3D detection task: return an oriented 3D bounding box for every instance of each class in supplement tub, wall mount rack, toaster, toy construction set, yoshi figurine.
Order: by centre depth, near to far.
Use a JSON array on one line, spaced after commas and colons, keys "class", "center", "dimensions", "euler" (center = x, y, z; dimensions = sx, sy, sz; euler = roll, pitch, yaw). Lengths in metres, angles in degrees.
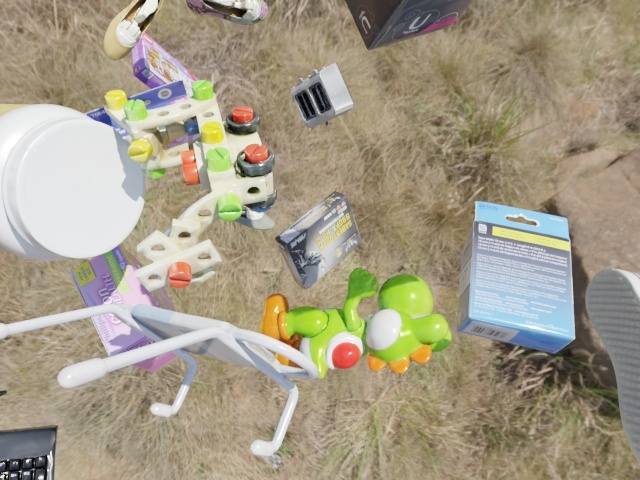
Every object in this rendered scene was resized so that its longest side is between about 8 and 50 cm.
[{"class": "wall mount rack", "center": [-0.192, 0.140, 0.587], "dimensions": [0.304, 0.350, 0.130], "euler": [49, 54, -42]}, {"class": "toy construction set", "center": [-0.178, -0.096, 0.690], "dimensions": [0.215, 0.151, 0.328], "euler": [-11, 59, -11]}, {"class": "supplement tub", "center": [-0.474, -0.098, 0.820], "dimensions": [0.331, 0.241, 0.241], "euler": [11, 67, 32]}, {"class": "yoshi figurine", "center": [0.077, 0.157, 1.019], "dimensions": [0.362, 0.203, 0.203], "euler": [-6, 86, 19]}, {"class": "toaster", "center": [0.008, -0.477, 1.699], "dimensions": [0.110, 0.168, 0.186], "euler": [-36, 106, -37]}]

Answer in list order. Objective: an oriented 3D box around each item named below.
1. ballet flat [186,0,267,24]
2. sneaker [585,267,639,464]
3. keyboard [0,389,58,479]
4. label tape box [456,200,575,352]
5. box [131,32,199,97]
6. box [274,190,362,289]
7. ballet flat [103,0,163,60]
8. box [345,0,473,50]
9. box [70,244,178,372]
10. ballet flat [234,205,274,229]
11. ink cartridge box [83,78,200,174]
[{"class": "ballet flat", "center": [-0.218, -0.583, 1.250], "dimensions": [0.221, 0.079, 0.077], "euler": [-5, 101, -33]}, {"class": "sneaker", "center": [0.420, 0.159, 0.564], "dimensions": [0.161, 0.102, 0.282], "euler": [19, 47, -11]}, {"class": "keyboard", "center": [-0.270, 0.146, 0.309], "dimensions": [0.192, 0.038, 0.100], "euler": [0, 64, -22]}, {"class": "label tape box", "center": [0.494, 0.085, 1.291], "dimensions": [0.249, 0.115, 0.348], "euler": [12, 57, 4]}, {"class": "box", "center": [-0.515, -0.553, 1.734], "dimensions": [0.057, 0.293, 0.201], "euler": [-30, 55, 18]}, {"class": "box", "center": [0.000, 0.000, 1.422], "dimensions": [0.231, 0.183, 0.056], "euler": [-39, 42, -20]}, {"class": "ballet flat", "center": [-0.489, -0.578, 1.329], "dimensions": [0.080, 0.073, 0.232], "euler": [36, 77, -42]}, {"class": "box", "center": [0.106, -0.447, 0.735], "dimensions": [0.165, 0.143, 0.270], "euler": [-22, 87, -19]}, {"class": "box", "center": [-0.409, 0.159, 1.130], "dimensions": [0.117, 0.243, 0.213], "euler": [-31, 70, -8]}, {"class": "ballet flat", "center": [-0.246, -0.089, 1.593], "dimensions": [0.213, 0.068, 0.072], "euler": [15, 43, 0]}, {"class": "ink cartridge box", "center": [-0.564, -0.352, 1.683], "dimensions": [0.324, 0.330, 0.071], "euler": [-24, 71, -11]}]
